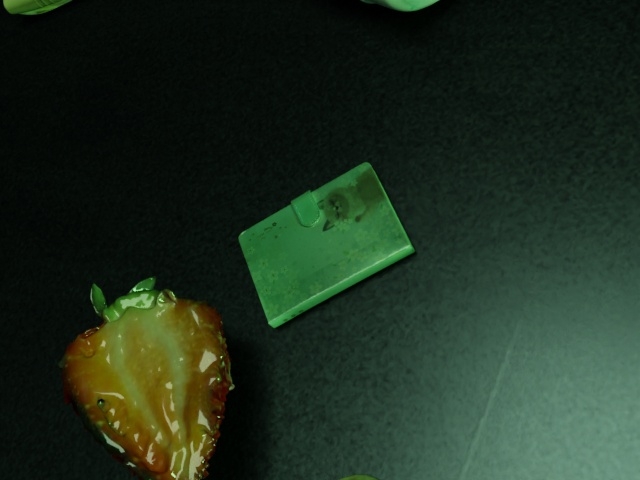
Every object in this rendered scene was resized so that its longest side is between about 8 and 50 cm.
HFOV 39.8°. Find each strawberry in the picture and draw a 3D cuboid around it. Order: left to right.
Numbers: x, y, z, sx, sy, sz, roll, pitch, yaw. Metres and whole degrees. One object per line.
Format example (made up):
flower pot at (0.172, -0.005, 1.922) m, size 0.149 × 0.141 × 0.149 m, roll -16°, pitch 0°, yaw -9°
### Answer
strawberry at (-0.128, 0.114, 0.712) m, size 0.192 × 0.085 × 0.140 m, roll 26°, pitch 71°, yaw 28°

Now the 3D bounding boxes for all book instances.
book at (0.000, 0.000, 0.748) m, size 0.135 × 0.017 × 0.103 m, roll -29°, pitch 57°, yaw 10°

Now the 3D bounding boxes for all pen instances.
pen at (-0.265, -0.306, 1.028) m, size 0.234 × 0.040 × 0.032 m, roll -14°, pitch 60°, yaw 14°

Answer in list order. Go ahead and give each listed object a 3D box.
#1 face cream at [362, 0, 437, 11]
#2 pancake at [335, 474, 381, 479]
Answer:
face cream at (-0.015, -0.318, 0.870) m, size 0.102 × 0.102 × 0.345 m, roll -47°, pitch 53°, yaw -3°
pancake at (0.026, 0.223, 0.624) m, size 0.115 × 0.011 × 0.114 m, roll -11°, pitch 61°, yaw 21°
